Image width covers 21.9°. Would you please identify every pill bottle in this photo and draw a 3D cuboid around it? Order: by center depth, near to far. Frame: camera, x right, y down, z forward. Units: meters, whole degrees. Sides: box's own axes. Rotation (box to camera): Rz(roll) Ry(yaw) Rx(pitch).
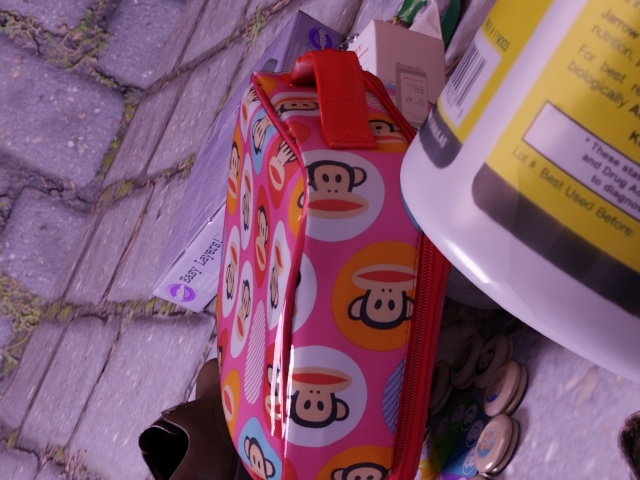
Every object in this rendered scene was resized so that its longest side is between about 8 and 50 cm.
[{"bbox_3d":[0.191,-0.113,0.685,0.334,0.188,0.188,-59,16,18],"label":"pill bottle"}]

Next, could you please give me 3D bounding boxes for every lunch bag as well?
[{"bbox_3d":[0.000,0.000,1.072,0.293,0.120,0.258,-114,28,-67],"label":"lunch bag"}]

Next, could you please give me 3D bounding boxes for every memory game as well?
[{"bbox_3d":[0.070,0.139,1.016,0.186,0.012,0.186,-56,17,27],"label":"memory game"}]

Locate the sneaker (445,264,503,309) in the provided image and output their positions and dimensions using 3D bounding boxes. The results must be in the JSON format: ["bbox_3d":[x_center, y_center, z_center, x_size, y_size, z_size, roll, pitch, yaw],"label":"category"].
[{"bbox_3d":[0.121,-0.015,1.016,0.084,0.058,0.152,-66,9,-25],"label":"sneaker"}]

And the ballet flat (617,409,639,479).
[{"bbox_3d":[0.165,0.110,0.612,0.077,0.079,0.221,-62,15,3],"label":"ballet flat"}]

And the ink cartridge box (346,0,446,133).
[{"bbox_3d":[0.044,-0.088,1.293,0.115,0.067,0.198,-45,37,51],"label":"ink cartridge box"}]

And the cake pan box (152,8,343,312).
[{"bbox_3d":[-0.082,-0.080,1.793,0.267,0.070,0.246,-48,20,46],"label":"cake pan box"}]

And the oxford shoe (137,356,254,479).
[{"bbox_3d":[-0.102,0.160,1.408,0.083,0.096,0.227,-59,14,24],"label":"oxford shoe"}]

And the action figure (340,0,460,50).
[{"bbox_3d":[0.057,-0.155,1.440,0.232,0.063,0.137,-55,20,3],"label":"action figure"}]
